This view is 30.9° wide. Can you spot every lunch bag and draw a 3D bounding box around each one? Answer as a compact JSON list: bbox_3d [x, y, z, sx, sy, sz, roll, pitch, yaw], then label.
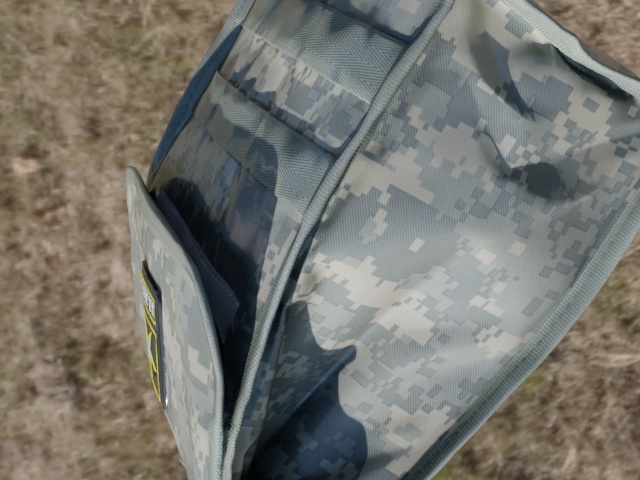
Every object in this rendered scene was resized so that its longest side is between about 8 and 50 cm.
[{"bbox_3d":[0.000,0.000,0.579,0.287,0.169,0.235,-58,25,7],"label":"lunch bag"}]
